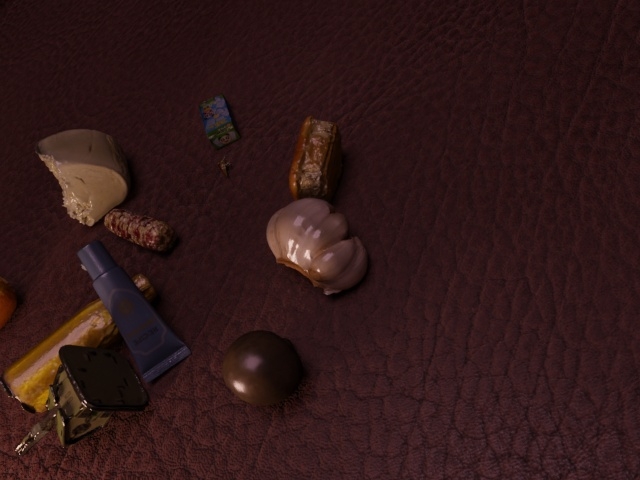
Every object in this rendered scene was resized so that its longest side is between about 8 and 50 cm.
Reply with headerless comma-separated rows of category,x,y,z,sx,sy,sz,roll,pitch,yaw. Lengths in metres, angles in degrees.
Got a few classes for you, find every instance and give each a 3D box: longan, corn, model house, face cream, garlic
longan,-0.126,0.288,1.364,0.184,0.159,0.204,24,30,17
corn,-0.559,-0.038,1.808,0.289,0.098,0.098,19,67,35
model house,-0.615,0.426,1.475,0.279,0.218,0.205,-47,59,10
face cream,-0.500,0.174,1.538,0.135,0.086,0.385,-34,86,-12
garlic,-0.007,-0.014,1.496,0.281,0.185,0.203,25,54,35

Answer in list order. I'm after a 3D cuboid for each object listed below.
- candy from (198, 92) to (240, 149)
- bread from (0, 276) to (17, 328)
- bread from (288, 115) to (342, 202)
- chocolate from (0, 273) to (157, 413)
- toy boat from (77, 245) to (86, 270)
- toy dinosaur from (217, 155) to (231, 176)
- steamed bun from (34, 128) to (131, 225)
candy,-0.341,-0.401,1.982,0.097,0.062,0.195,-25,51,4
bread,-1.069,0.218,1.781,0.156,0.204,0.288,25,66,39
bread,-0.013,-0.214,1.642,0.121,0.174,0.246,7,68,22
chocolate,-0.632,0.262,1.591,0.445,0.162,0.162,-43,52,-11
toy boat,-0.711,0.063,1.831,0.140,0.059,0.066,23,95,32
toy dinosaur,-0.300,-0.235,1.871,0.041,0.026,0.113,-42,42,1
steamed bun,-0.784,-0.238,1.933,0.273,0.272,0.290,-35,55,-3
